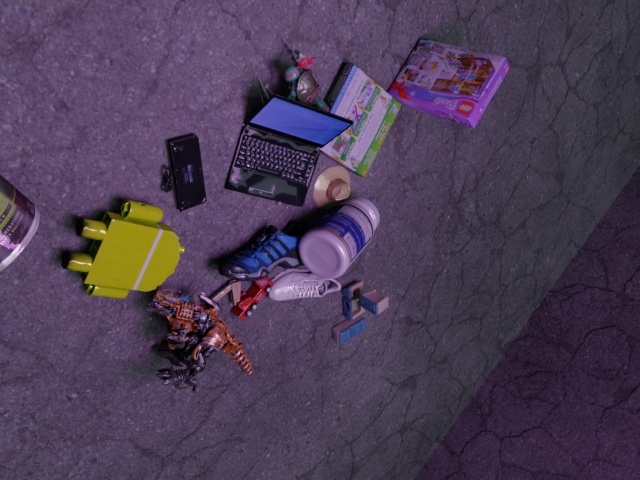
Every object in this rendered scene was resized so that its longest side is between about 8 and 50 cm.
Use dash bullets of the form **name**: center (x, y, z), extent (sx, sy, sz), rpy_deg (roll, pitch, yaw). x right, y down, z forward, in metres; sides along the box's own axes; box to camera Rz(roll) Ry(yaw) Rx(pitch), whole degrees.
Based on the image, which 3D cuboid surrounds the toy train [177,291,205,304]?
- **toy train**: center (-0.331, 0.193, 1.508), extent (0.125, 0.046, 0.166), rpy_deg (-8, 123, -1)

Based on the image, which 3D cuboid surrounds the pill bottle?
- **pill bottle**: center (0.063, -0.017, 1.653), extent (0.265, 0.153, 0.153), rpy_deg (-45, 139, -49)

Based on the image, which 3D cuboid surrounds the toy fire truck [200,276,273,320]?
- **toy fire truck**: center (-0.231, 0.154, 1.604), extent (0.192, 0.047, 0.135), rpy_deg (-51, 135, -11)

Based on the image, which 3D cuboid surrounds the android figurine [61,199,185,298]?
- **android figurine**: center (-0.438, 0.028, 1.323), extent (0.273, 0.056, 0.248), rpy_deg (12, 110, -46)

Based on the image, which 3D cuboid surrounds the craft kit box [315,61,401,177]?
- **craft kit box**: center (0.098, -0.339, 1.649), extent (0.247, 0.061, 0.249), rpy_deg (25, 93, -44)

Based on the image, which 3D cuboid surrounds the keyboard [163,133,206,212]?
- **keyboard**: center (-0.330, -0.157, 1.371), extent (0.108, 0.023, 0.180), rpy_deg (-27, 127, -38)

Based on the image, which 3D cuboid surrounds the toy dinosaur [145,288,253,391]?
- **toy dinosaur**: center (-0.304, 0.255, 1.443), extent (0.322, 0.164, 0.218), rpy_deg (41, 95, -4)

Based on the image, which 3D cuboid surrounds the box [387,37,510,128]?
- **box**: center (0.361, -0.457, 1.654), extent (0.200, 0.293, 0.057), rpy_deg (-58, 143, -2)

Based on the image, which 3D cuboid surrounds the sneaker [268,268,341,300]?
- **sneaker**: center (-0.049, 0.137, 1.731), extent (0.235, 0.095, 0.090), rpy_deg (-13, 121, -36)

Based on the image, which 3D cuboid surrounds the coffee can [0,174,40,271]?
- **coffee can**: center (-0.658, -0.078, 0.979), extent (0.201, 0.202, 0.275), rpy_deg (-47, 136, -14)

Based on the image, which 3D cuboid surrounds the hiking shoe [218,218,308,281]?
- **hiking shoe**: center (-0.158, 0.022, 1.575), extent (0.304, 0.113, 0.131), rpy_deg (-17, 115, -48)

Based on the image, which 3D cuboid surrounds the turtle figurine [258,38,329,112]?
- **turtle figurine**: center (-0.057, -0.375, 1.449), extent (0.175, 0.118, 0.234), rpy_deg (-50, 141, -11)

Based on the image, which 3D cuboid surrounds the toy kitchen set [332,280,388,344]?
- **toy kitchen set**: center (0.132, 0.261, 1.908), extent (0.122, 0.166, 0.207), rpy_deg (-27, 127, -31)

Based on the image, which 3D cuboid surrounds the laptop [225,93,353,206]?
- **laptop**: center (-0.080, -0.215, 1.455), extent (0.235, 0.137, 0.264), rpy_deg (12, 102, -31)

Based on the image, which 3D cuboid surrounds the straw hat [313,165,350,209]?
- **straw hat**: center (0.053, -0.148, 1.700), extent (0.145, 0.061, 0.144), rpy_deg (-21, 125, -34)
